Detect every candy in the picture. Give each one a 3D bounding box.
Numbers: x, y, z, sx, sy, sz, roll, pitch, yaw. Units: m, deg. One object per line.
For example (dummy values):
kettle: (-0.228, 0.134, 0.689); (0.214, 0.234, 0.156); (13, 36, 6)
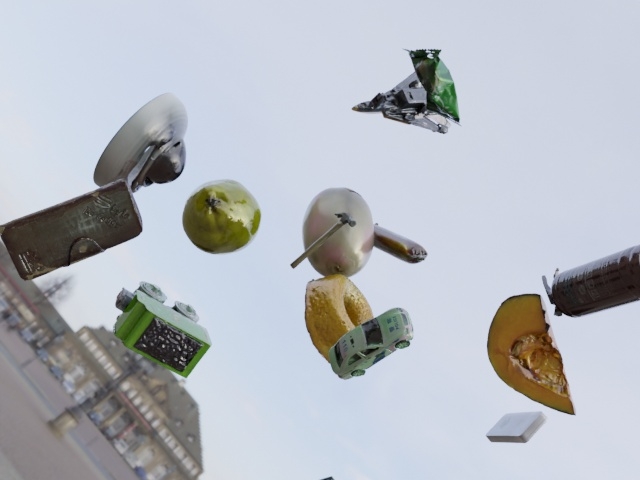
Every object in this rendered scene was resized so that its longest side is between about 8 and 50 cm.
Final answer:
candy: (0.286, -0.384, 1.705); (0.141, 0.078, 0.203); (-114, 178, -58)

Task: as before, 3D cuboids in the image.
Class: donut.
donut: (0.059, 0.212, 1.910); (0.277, 0.108, 0.278); (47, 25, -30)

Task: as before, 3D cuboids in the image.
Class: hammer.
hammer: (0.000, 0.000, 1.597); (0.017, 0.182, 0.062); (46, 5, -40)

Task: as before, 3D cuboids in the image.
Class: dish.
dish: (-0.375, -0.191, 1.586); (0.133, 0.273, 0.273); (40, -23, 1)

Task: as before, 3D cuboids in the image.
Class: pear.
pear: (-0.265, -0.062, 1.871); (0.212, 0.212, 0.269); (45, -6, 12)

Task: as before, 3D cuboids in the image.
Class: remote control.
remote control: (0.554, 0.532, 1.974); (0.034, 0.103, 0.250); (49, -18, 5)

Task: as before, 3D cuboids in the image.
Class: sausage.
sausage: (0.228, 0.011, 2.124); (0.082, 0.082, 0.371); (60, -12, -22)

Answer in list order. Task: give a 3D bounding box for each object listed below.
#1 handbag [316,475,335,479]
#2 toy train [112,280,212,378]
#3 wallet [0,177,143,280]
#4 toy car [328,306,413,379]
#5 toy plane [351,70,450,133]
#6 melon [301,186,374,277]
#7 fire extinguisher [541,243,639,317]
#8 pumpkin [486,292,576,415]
handbag: (0.001, 0.809, 1.963); (0.274, 0.100, 0.269); (-24, -66, 28)
toy train: (-0.489, 0.267, 2.121); (0.307, 0.173, 0.249); (35, 6, -25)
wallet: (-0.430, -0.017, 1.222); (0.031, 0.232, 0.122); (38, -33, 50)
toy car: (0.108, 0.229, 1.566); (0.076, 0.224, 0.090); (26, 37, -39)
toy plane: (0.211, -0.370, 1.858); (0.103, 0.316, 0.204); (-36, -109, 42)
melon: (0.054, -0.027, 2.108); (0.222, 0.317, 0.223); (2, -46, 2)
fire extinguisher: (0.618, 0.093, 1.545); (0.114, 0.136, 0.337); (12, -23, -21)
pumpkin: (0.522, 0.299, 1.760); (0.148, 0.169, 0.313); (21, 53, -69)
